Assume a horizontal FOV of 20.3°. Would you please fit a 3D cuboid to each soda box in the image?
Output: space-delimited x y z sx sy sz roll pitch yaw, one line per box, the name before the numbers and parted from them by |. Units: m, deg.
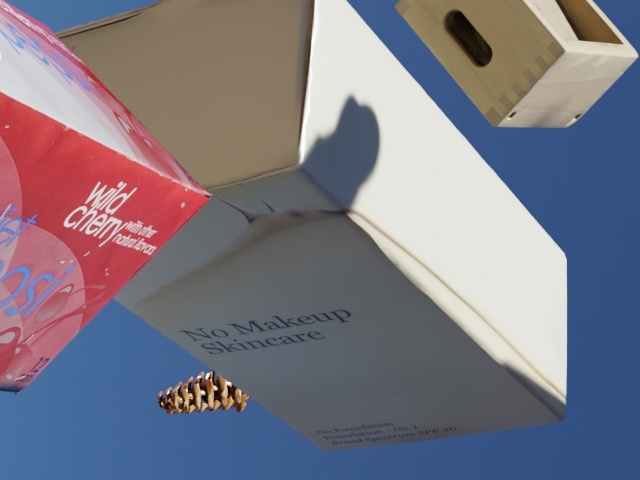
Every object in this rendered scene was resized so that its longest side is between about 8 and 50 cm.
soda box | -0.117 -0.025 0.442 0.092 0.083 0.263 -46 167 3

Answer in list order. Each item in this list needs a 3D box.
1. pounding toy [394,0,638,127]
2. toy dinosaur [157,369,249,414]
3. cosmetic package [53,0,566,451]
pounding toy | 0.118 -0.139 1.191 0.100 0.130 0.141 -48 -113 26
toy dinosaur | -0.044 0.062 1.685 0.164 0.218 0.322 -24 -167 19
cosmetic package | 0.000 0.000 0.922 0.160 0.309 0.113 -11 -120 27
